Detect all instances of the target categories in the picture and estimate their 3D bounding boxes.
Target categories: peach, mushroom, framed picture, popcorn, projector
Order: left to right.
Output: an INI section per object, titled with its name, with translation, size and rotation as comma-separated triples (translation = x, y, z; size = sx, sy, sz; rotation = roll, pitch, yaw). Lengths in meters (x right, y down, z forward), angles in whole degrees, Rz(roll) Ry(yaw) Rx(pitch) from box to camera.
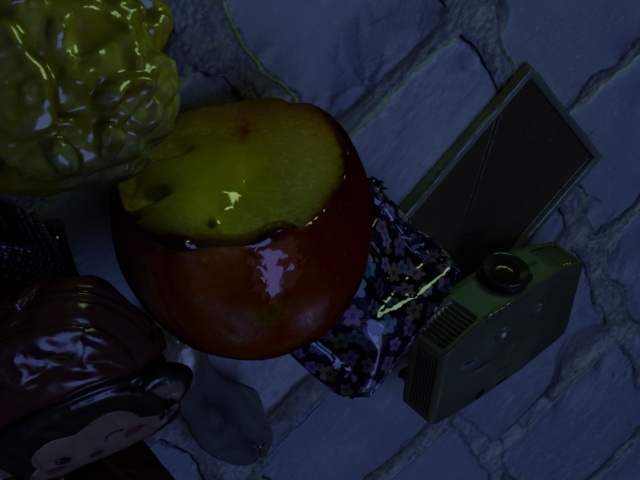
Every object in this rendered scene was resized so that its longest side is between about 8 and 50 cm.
[popcorn]
translation = -0.243, -0.149, 1.300
size = 0.249, 0.249, 0.225
rotation = -17, 100, -30
[mushroom]
translation = -0.131, 0.173, 1.701
size = 0.096, 0.099, 0.278
rotation = -43, 134, -14
[peach]
translation = -0.082, -0.020, 1.432
size = 0.281, 0.281, 0.338
rotation = -49, 170, 1
[framed picture]
translation = 0.209, -0.044, 1.875
size = 0.324, 0.020, 0.240
rotation = -50, 138, 1
[projector]
translation = 0.221, 0.102, 1.900
size = 0.269, 0.088, 0.193
rotation = -30, 144, -32

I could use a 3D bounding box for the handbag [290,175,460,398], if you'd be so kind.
[handbag]
translation = 0.024, 0.050, 1.670
size = 0.208, 0.127, 0.229
rotation = 43, 77, -16

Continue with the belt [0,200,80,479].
[belt]
translation = -0.359, 0.112, 1.448
size = 0.260, 0.122, 0.325
rotation = -11, 127, -28

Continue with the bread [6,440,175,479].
[bread]
translation = -0.234, 0.301, 1.573
size = 0.185, 0.274, 0.114
rotation = -33, 135, -18

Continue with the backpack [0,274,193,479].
[backpack]
translation = -0.243, 0.122, 1.365
size = 0.229, 0.139, 0.229
rotation = -16, 141, -13
